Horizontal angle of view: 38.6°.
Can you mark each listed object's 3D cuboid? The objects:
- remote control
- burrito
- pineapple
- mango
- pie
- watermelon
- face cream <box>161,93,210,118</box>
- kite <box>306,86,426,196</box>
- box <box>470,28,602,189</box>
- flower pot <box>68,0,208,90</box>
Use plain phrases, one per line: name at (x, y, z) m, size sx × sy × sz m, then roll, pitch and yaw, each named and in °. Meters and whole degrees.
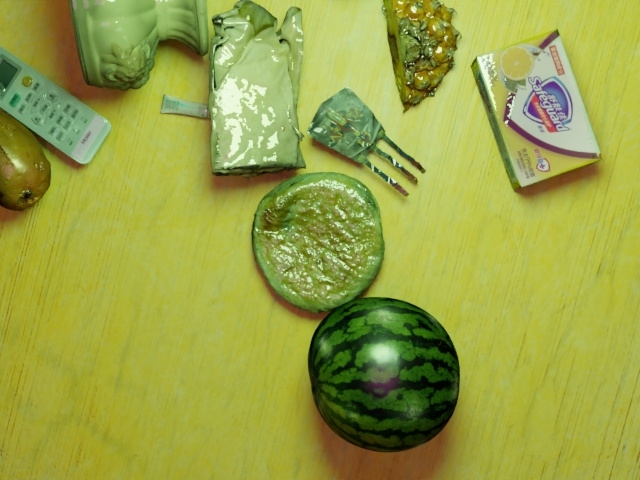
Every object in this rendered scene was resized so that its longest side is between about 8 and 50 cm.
remote control at (-0.555, -0.269, 1.832) m, size 0.293 × 0.051 × 0.103 m, roll 35°, pitch 93°, yaw 6°
burrito at (-0.123, -0.285, 1.753) m, size 0.190 × 0.135 × 0.332 m, roll -1°, pitch 88°, yaw -10°
pineapple at (0.202, -0.386, 1.718) m, size 0.139 × 0.164 × 0.250 m, roll -9°, pitch 87°, yaw -3°
mango at (-0.628, -0.169, 1.796) m, size 0.249 × 0.151 × 0.156 m, roll 45°, pitch 135°, yaw 10°
pie at (0.000, 0.000, 1.787) m, size 0.277 × 0.078 × 0.277 m, roll 1°, pitch 97°, yaw 5°
watermelon at (0.115, 0.248, 1.678) m, size 0.285 × 0.285 × 0.285 m, roll 0°, pitch 91°, yaw 5°
face cream at (-0.262, -0.264, 1.822) m, size 0.115 × 0.020 × 0.038 m, roll 11°, pitch 93°, yaw 5°
kite at (0.095, -0.188, 1.777) m, size 0.245 × 0.015 × 0.141 m, roll 40°, pitch 69°, yaw -2°
box at (0.405, -0.245, 1.732) m, size 0.168 × 0.097 × 0.265 m, roll -17°, pitch 90°, yaw 5°
flower pot at (-0.338, -0.436, 1.701) m, size 0.244 × 0.307 × 0.307 m, roll -9°, pitch 91°, yaw -9°
